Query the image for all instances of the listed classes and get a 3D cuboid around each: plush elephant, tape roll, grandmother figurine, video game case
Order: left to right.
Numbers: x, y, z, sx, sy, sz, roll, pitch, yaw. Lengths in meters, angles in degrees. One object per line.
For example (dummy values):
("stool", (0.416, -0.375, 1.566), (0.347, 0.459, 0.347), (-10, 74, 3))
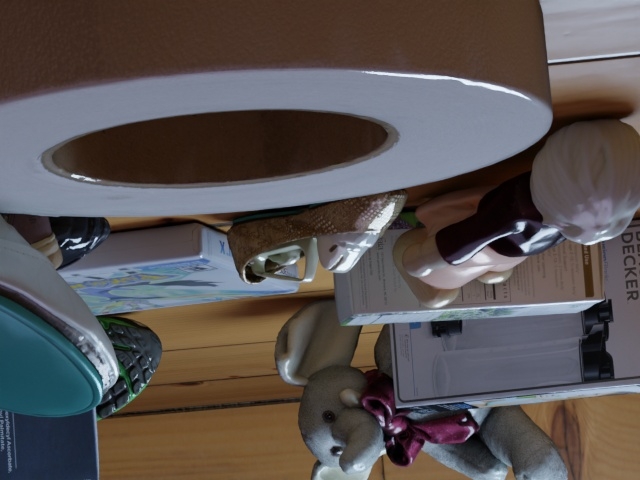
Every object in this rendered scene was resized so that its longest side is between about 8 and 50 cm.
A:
("video game case", (-0.219, 0.038, 1.869), (0.329, 0.036, 0.300), (-8, 170, 16))
("tape roll", (-0.061, -0.082, 1.109), (0.392, 0.072, 0.392), (-4, 172, -1))
("plush elephant", (0.085, 0.192, 2.245), (0.255, 0.271, 0.330), (-28, -161, -9))
("grandmother figurine", (0.160, -0.022, 1.538), (0.208, 0.104, 0.342), (-31, 178, -22))

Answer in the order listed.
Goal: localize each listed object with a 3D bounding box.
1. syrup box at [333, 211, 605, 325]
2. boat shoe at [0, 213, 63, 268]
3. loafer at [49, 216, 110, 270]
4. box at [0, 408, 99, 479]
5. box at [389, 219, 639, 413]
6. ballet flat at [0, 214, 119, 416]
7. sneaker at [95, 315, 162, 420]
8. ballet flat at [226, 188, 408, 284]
("syrup box", (0.135, 0.023, 1.764), (0.237, 0.096, 0.093), (-4, 173, -8))
("boat shoe", (-0.339, 0.003, 1.427), (0.285, 0.092, 0.103), (-8, -170, 5))
("loafer", (-0.270, 0.010, 1.547), (0.223, 0.076, 0.078), (-14, 159, 30))
("box", (-0.485, 0.181, 2.073), (0.294, 0.211, 0.395), (-13, 168, 38))
("box", (0.219, 0.078, 1.938), (0.290, 0.169, 0.087), (-6, 168, 19))
("ballet flat", (-0.278, 0.002, 1.200), (0.139, 0.139, 0.400), (-12, 154, 39))
("sneaker", (-0.333, 0.153, 2.337), (0.344, 0.134, 0.146), (-15, -168, 31))
("ballet flat", (0.000, 0.000, 1.646), (0.073, 0.067, 0.206), (4, 167, -41))
